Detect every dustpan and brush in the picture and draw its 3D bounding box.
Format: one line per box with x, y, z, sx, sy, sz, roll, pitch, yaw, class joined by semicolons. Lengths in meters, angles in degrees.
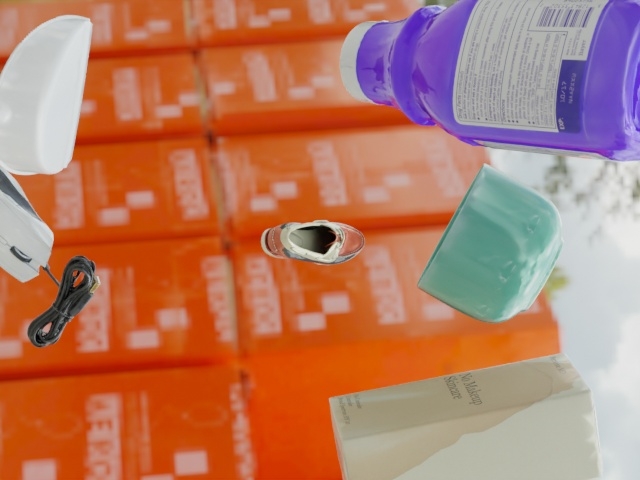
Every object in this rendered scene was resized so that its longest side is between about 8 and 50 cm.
-0.260;-0.112;1.374;0.211;0.060;0.147;-65;167;-72;dustpan and brush

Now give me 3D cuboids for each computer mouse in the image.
-0.301;0.004;1.582;0.193;0.042;0.106;49;-62;14;computer mouse

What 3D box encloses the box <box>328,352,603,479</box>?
0.177;0.243;1.985;0.148;0.311;0.121;-115;-166;-73;box

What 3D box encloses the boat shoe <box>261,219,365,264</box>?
0.000;0.000;1.737;0.043;0.137;0.049;-16;-103;47;boat shoe

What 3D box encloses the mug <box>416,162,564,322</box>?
0.164;0.001;1.453;0.157;0.097;0.129;-59;176;-45;mug

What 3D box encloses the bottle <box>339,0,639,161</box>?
0.137;-0.127;1.202;0.283;0.092;0.118;9;-95;44;bottle
